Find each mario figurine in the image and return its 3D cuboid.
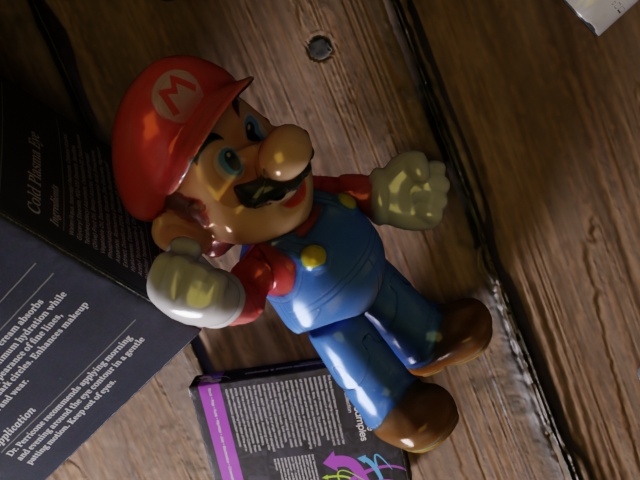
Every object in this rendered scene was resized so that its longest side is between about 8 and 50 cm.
[{"bbox_3d":[0.000,0.000,0.713,0.170,0.198,0.320,-40,111,15],"label":"mario figurine"}]

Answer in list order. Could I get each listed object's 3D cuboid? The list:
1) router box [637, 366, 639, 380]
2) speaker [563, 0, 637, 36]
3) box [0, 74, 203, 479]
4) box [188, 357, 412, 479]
[{"bbox_3d":[0.404,0.026,0.741,0.243,0.081,0.308,22,109,0],"label":"router box"},{"bbox_3d":[0.219,-0.202,0.708,0.055,0.055,0.136,45,108,-7],"label":"speaker"},{"bbox_3d":[-0.315,0.044,0.729,0.343,0.179,0.312,-43,126,17],"label":"box"},{"bbox_3d":[-0.015,0.154,0.864,0.162,0.029,0.116,-9,107,11],"label":"box"}]
